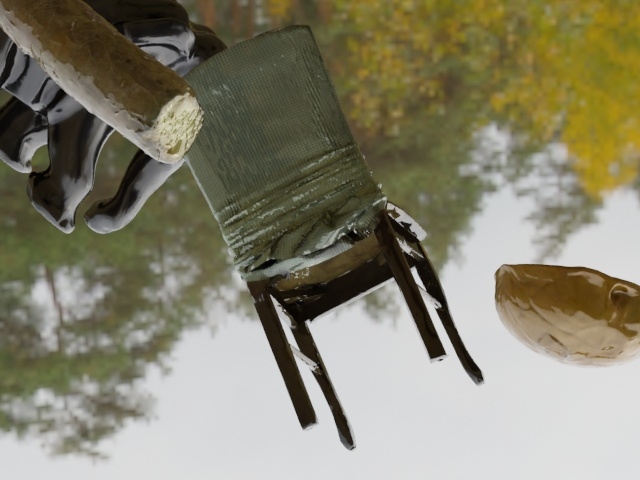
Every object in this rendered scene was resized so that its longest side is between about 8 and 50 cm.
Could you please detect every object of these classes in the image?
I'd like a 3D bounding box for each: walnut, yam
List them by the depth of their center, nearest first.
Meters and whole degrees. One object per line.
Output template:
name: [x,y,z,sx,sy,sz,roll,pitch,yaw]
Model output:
walnut: [0.159,0.052,0.940,0.121,0.052,0.091,16,166,-17]
yam: [-0.205,-0.161,1.111,0.299,0.066,0.066,38,-147,21]

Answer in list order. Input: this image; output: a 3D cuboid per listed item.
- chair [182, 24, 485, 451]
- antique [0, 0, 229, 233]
chair: [0.000,0.000,1.315,0.160,0.319,0.186,-28,159,9]
antique: [-0.253,-0.181,1.536,0.255,0.322,0.185,-44,-164,0]
